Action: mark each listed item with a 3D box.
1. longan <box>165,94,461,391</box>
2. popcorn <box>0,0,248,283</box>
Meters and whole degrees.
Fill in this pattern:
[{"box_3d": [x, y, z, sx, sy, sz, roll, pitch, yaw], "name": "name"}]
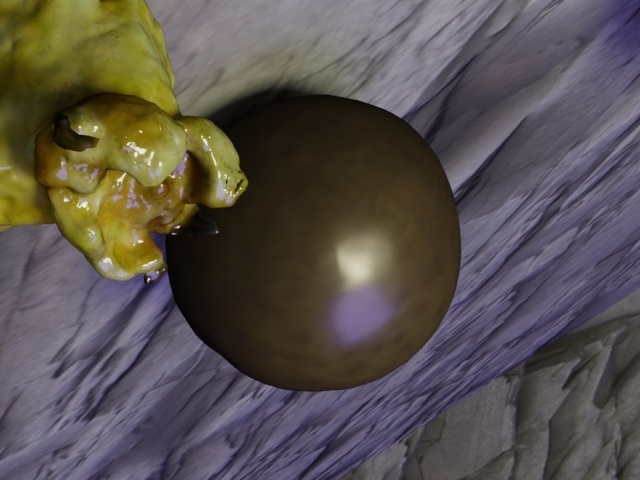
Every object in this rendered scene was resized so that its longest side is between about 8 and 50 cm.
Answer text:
[{"box_3d": [0.000, 0.000, 0.829, 0.258, 0.258, 0.258, -28, 157, -13], "name": "longan"}, {"box_3d": [-0.151, -0.063, 0.558, 0.168, 0.195, 0.173, -27, 151, -16], "name": "popcorn"}]
